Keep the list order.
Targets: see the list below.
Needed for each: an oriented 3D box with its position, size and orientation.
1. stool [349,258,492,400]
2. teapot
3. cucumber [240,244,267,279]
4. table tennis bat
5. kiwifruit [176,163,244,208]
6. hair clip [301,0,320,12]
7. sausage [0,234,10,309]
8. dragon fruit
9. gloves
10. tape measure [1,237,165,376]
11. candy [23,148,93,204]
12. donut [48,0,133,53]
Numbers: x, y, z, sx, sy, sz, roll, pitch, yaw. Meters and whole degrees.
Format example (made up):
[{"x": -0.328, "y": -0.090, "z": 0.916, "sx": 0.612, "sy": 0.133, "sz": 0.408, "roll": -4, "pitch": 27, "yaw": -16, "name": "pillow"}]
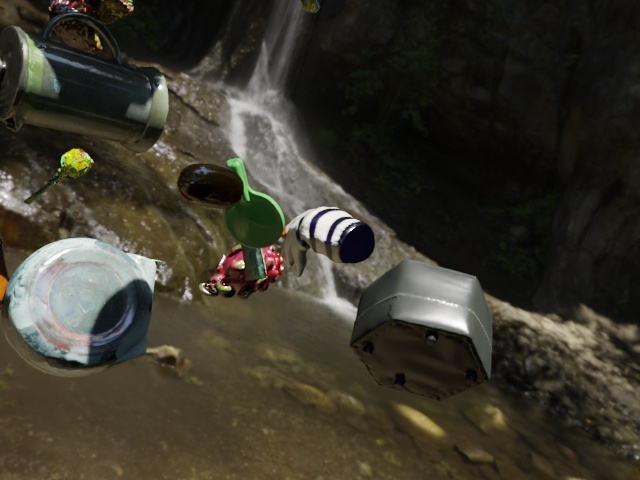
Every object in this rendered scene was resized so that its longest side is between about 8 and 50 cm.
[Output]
[{"x": 0.170, "y": 0.154, "z": 0.890, "sx": 0.232, "sy": 0.232, "sz": 0.141, "roll": 25, "pitch": 46, "yaw": -9, "name": "stool"}, {"x": -0.513, "y": -0.341, "z": 1.130, "sx": 0.200, "sy": 0.271, "sz": 0.336, "roll": 6, "pitch": 1, "yaw": 40, "name": "teapot"}, {"x": -0.193, "y": 0.054, "z": 1.559, "sx": 0.062, "sy": 0.115, "sz": 0.116, "roll": -9, "pitch": 1, "yaw": -7, "name": "cucumber"}, {"x": -0.180, "y": -0.088, "z": 1.342, "sx": 0.160, "sy": 0.257, "sz": 0.039, "roll": -7, "pitch": 33, "yaw": 13, "name": "table tennis bat"}, {"x": -0.189, "y": -0.094, "z": 0.932, "sx": 0.124, "sy": 0.075, "sz": 0.075, "roll": 3, "pitch": 19, "yaw": -41, "name": "kiwifruit"}, {"x": -0.066, "y": -0.692, "z": 1.454, "sx": 0.188, "sy": 0.033, "sz": 0.060, "roll": 51, "pitch": -24, "yaw": -5, "name": "hair clip"}, {"x": -0.766, "y": 0.044, "z": 1.181, "sx": 0.133, "sy": 0.259, "sz": 0.133, "roll": -11, "pitch": -5, "yaw": -1, "name": "sausage"}, {"x": -0.259, "y": 0.115, "z": 1.836, "sx": 0.198, "sy": 0.273, "sz": 0.218, "roll": 44, "pitch": -1, "yaw": -23, "name": "dragon fruit"}, {"x": -0.006, "y": -0.010, "z": 1.038, "sx": 0.218, "sy": 0.140, "sz": 0.131, "roll": 20, "pitch": -41, "yaw": 42, "name": "gloves"}, {"x": -0.450, "y": 0.131, "z": 1.023, "sx": 0.274, "sy": 0.257, "sz": 0.147, "roll": 17, "pitch": -31, "yaw": -33, "name": "tape measure"}, {"x": -0.763, "y": -0.173, "z": 1.543, "sx": 0.073, "sy": 0.262, "sz": 0.077, "roll": 47, "pitch": 22, "yaw": -34, "name": "candy"}, {"x": -0.643, "y": -0.640, "z": 1.481, "sx": 0.216, "sy": 0.230, "sz": 0.096, "roll": 47, "pitch": -2, "yaw": 18, "name": "donut"}]
